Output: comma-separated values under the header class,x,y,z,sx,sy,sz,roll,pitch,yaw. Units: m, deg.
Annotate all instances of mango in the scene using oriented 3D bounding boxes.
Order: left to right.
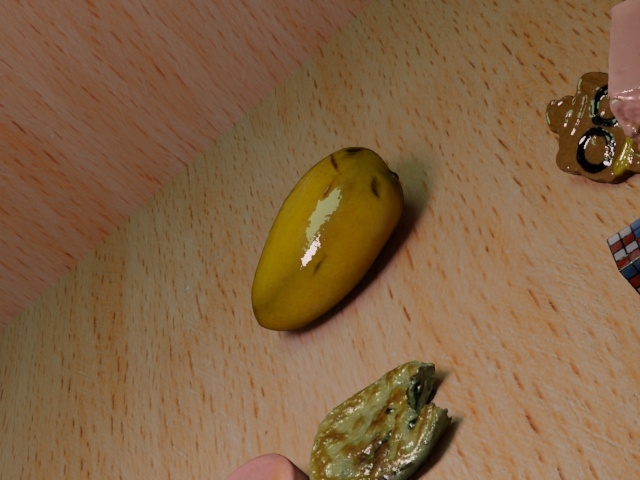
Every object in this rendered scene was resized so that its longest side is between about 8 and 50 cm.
class,x,y,z,sx,sy,sz,roll,pitch,yaw
mango,0.000,0.000,2.571,0.445,0.220,0.301,-51,28,-4

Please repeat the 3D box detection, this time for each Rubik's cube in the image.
class,x,y,z,sx,sy,sz,roll,pitch,yaw
Rubik's cube,0.519,0.027,1.880,0.092,0.092,0.092,-36,26,19

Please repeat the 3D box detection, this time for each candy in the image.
class,x,y,z,sx,sy,sz,roll,pitch,yaw
candy,-0.122,0.504,2.143,0.255,0.094,0.255,-35,27,21

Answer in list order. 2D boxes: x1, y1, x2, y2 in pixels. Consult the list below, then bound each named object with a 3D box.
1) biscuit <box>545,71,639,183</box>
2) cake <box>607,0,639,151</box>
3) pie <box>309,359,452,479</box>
class,x,y,z,sx,sy,sz,roll,pitch,yaw
biscuit,0.516,-0.209,2.173,0.290,0.041,0.208,22,97,48
cake,0.625,-0.243,1.841,0.314,0.307,0.293,-26,38,33
pie,0.099,0.336,2.093,0.302,0.067,0.302,-34,29,22
